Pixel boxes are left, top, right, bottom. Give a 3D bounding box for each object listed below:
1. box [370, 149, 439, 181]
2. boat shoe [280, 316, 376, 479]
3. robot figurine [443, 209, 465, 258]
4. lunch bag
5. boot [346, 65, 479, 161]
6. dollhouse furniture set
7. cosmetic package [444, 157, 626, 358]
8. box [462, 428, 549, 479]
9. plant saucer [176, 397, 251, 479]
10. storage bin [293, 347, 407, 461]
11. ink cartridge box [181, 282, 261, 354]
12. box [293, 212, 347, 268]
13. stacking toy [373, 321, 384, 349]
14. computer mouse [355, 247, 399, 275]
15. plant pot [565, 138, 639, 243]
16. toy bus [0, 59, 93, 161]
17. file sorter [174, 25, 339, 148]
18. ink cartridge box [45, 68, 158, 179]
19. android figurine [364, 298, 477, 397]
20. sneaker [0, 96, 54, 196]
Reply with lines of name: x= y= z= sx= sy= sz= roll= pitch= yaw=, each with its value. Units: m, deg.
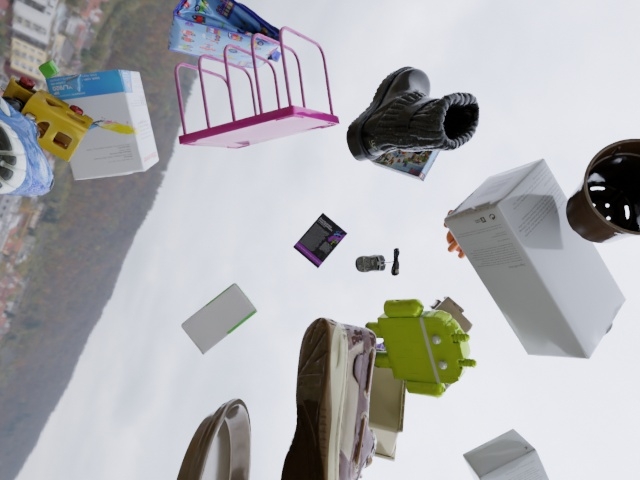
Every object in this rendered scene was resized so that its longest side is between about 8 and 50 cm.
box: x=0.306 y=-0.319 z=1.698 sx=0.233 sy=0.044 sz=0.159 roll=28 pitch=-90 yaw=41
boat shoe: x=0.028 y=0.284 z=0.657 sx=0.123 sy=0.123 sz=0.342 roll=-26 pitch=-125 yaw=56
robot figurine: x=0.528 y=-0.037 z=1.678 sx=0.158 sy=0.128 sz=0.219 roll=8 pitch=-129 yaw=38
lunch bag: x=-0.244 y=-0.552 z=1.281 sx=0.221 sy=0.293 sz=0.138 roll=2 pitch=-106 yaw=69
boot: x=0.242 y=-0.304 z=1.079 sx=0.260 sy=0.131 sz=0.348 roll=-3 pitch=-136 yaw=45
dollhouse furniture set: x=0.373 y=0.357 z=1.634 sx=0.286 sy=0.198 sz=0.303 roll=-44 pitch=177 yaw=-5
cosmetic package: x=0.451 y=0.043 z=0.992 sx=0.197 sy=0.366 sz=0.155 roll=-37 pitch=-170 yaw=-28
box: x=0.397 y=0.507 z=0.979 sx=0.130 sy=0.170 sz=0.091 roll=-25 pitch=-175 yaw=-3
plant saucer: x=-0.148 y=0.360 z=0.650 sx=0.278 sy=0.041 sz=0.278 roll=4 pitch=90 yaw=-83
storage bin: x=0.090 y=0.407 z=1.269 sx=0.260 sy=0.262 sz=0.123 roll=-70 pitch=169 yaw=-53
ink cartridge box: x=-0.297 y=0.235 z=1.478 sx=0.198 sy=0.115 sz=0.273 roll=-39 pitch=178 yaw=-7
box: x=0.000 y=0.000 z=1.645 sx=0.162 sy=0.116 sz=0.029 roll=-49 pitch=176 yaw=-5
stacking toy: x=0.138 y=0.353 z=1.496 sx=0.221 sy=0.167 sz=0.052 roll=-21 pitch=-164 yaw=37
computer mouse: x=0.221 y=0.084 z=1.823 sx=0.193 sy=0.042 sz=0.106 roll=-4 pitch=-88 yaw=36
plant pot: x=0.529 y=-0.071 z=0.846 sx=0.165 sy=0.167 sz=0.167 roll=56 pitch=49 yaw=-75
toy bus: x=-0.574 y=-0.248 z=0.958 sx=0.104 sy=0.202 sz=0.191 roll=-114 pitch=-167 yaw=-56
file sorter: x=-0.141 y=-0.318 z=1.025 sx=0.290 sy=0.202 sz=0.182 roll=-6 pitch=-86 yaw=28
ink cartridge box: x=-0.515 y=-0.280 z=1.148 sx=0.171 sy=0.168 sz=0.233 roll=-111 pitch=-167 yaw=-72
android figurine: x=0.231 y=0.251 z=1.112 sx=0.272 sy=0.056 sz=0.248 roll=-6 pitch=-76 yaw=42
sneaker: x=-0.534 y=-0.180 z=0.723 sx=0.130 sy=0.330 sz=0.147 roll=-41 pitch=170 yaw=-3
